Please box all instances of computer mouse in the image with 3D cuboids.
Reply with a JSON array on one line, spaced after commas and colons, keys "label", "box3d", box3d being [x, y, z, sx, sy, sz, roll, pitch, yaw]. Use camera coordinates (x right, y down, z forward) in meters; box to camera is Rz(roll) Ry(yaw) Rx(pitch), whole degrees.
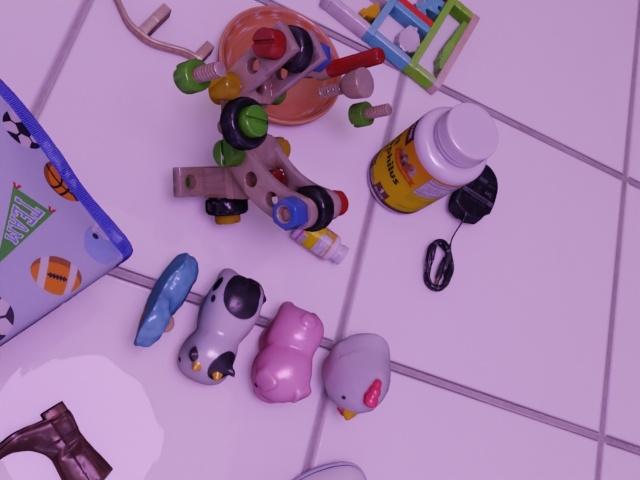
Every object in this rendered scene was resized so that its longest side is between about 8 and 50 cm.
[{"label": "computer mouse", "box3d": [0.224, -0.024, 1.082, 0.071, 0.041, 0.242, 34, 72, -13]}]

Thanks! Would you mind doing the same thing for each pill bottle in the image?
[{"label": "pill bottle", "box3d": [0.165, -0.121, 0.978, 0.117, 0.215, 0.117, 7, 73, -22]}, {"label": "pill bottle", "box3d": [0.000, 0.000, 0.970, 0.083, 0.043, 0.043, 36, 65, -11]}]

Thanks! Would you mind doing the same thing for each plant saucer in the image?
[{"label": "plant saucer", "box3d": [-0.063, -0.267, 1.022, 0.200, 0.037, 0.199, 7, 72, -21]}]

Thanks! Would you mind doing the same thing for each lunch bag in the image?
[{"label": "lunch bag", "box3d": [-0.449, -0.036, 0.642, 0.385, 0.239, 0.328, 55, 39, -8]}]

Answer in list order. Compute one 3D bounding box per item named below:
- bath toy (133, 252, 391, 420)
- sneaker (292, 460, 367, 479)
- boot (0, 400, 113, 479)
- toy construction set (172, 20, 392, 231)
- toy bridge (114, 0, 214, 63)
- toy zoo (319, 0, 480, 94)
[{"label": "bath toy", "box3d": [-0.059, 0.147, 0.859, 0.348, 0.129, 0.151, 24, 102, -15]}, {"label": "sneaker", "box3d": [-0.036, 0.367, 0.825, 0.258, 0.091, 0.094, -27, 87, -27]}, {"label": "boot", "box3d": [-0.315, 0.263, 0.770, 0.106, 0.037, 0.114, -34, 95, -25]}, {"label": "toy construction set", "box3d": [-0.074, -0.153, 0.881, 0.309, 0.237, 0.257, -46, 121, -40]}, {"label": "toy bridge", "box3d": [-0.244, -0.318, 0.965, 0.188, 0.026, 0.063, 40, 67, -9]}, {"label": "toy zoo", "box3d": [0.126, -0.412, 1.146, 0.293, 0.030, 0.192, 36, 65, -10]}]
